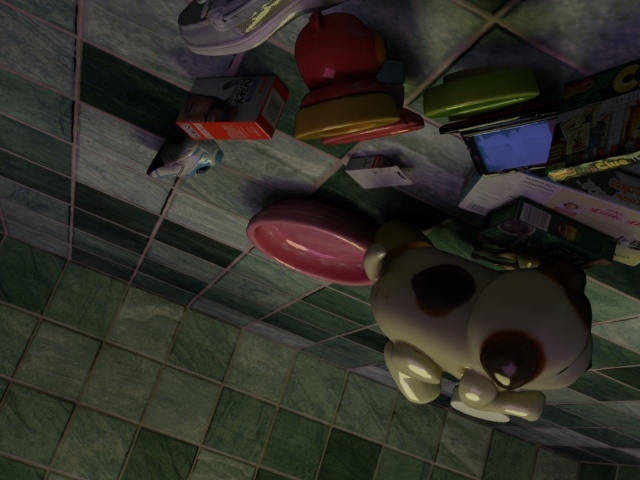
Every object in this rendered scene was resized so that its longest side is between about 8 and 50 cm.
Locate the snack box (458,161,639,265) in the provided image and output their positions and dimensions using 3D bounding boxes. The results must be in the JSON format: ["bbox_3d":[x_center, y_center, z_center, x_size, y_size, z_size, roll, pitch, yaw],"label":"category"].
[{"bbox_3d":[0.400,-0.058,1.115,0.321,0.060,0.187,19,162,0],"label":"snack box"}]

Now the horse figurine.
[{"bbox_3d":[0.382,0.030,1.357,0.174,0.066,0.263,20,160,12],"label":"horse figurine"}]

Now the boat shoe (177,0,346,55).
[{"bbox_3d":[-0.059,-0.306,0.811,0.320,0.118,0.103,-7,140,41],"label":"boat shoe"}]

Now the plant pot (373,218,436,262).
[{"bbox_3d":[0.159,0.014,1.434,0.134,0.095,0.134,-11,138,-10],"label":"plant pot"}]

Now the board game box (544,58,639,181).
[{"bbox_3d":[0.376,-0.151,0.786,0.030,0.136,0.259,32,156,-27],"label":"board game box"}]

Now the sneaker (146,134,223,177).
[{"bbox_3d":[-0.280,-0.158,1.425,0.086,0.085,0.237,36,155,-29],"label":"sneaker"}]

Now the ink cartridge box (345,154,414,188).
[{"bbox_3d":[0.108,-0.123,1.253,0.115,0.029,0.063,-2,151,42],"label":"ink cartridge box"}]

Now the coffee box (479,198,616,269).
[{"bbox_3d":[0.366,-0.004,1.138,0.184,0.041,0.113,23,163,-13],"label":"coffee box"}]

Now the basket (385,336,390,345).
[{"bbox_3d":[0.237,0.177,1.629,0.204,0.227,0.154,7,157,30],"label":"basket"}]

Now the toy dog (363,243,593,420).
[{"bbox_3d":[0.295,0.131,1.234,0.395,0.284,0.408,55,158,-19],"label":"toy dog"}]

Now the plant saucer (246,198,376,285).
[{"bbox_3d":[0.000,0.000,1.590,0.331,0.084,0.332,16,159,6],"label":"plant saucer"}]

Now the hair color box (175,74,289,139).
[{"bbox_3d":[-0.144,-0.215,1.143,0.167,0.093,0.053,4,155,33],"label":"hair color box"}]

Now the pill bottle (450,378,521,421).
[{"bbox_3d":[0.396,0.257,1.613,0.160,0.283,0.160,17,160,6],"label":"pill bottle"}]

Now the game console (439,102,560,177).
[{"bbox_3d":[0.252,-0.129,0.947,0.144,0.085,0.124,-8,-175,36],"label":"game console"}]

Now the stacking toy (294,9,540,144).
[{"bbox_3d":[0.106,-0.208,0.870,0.279,0.131,0.309,-10,-176,7],"label":"stacking toy"}]
